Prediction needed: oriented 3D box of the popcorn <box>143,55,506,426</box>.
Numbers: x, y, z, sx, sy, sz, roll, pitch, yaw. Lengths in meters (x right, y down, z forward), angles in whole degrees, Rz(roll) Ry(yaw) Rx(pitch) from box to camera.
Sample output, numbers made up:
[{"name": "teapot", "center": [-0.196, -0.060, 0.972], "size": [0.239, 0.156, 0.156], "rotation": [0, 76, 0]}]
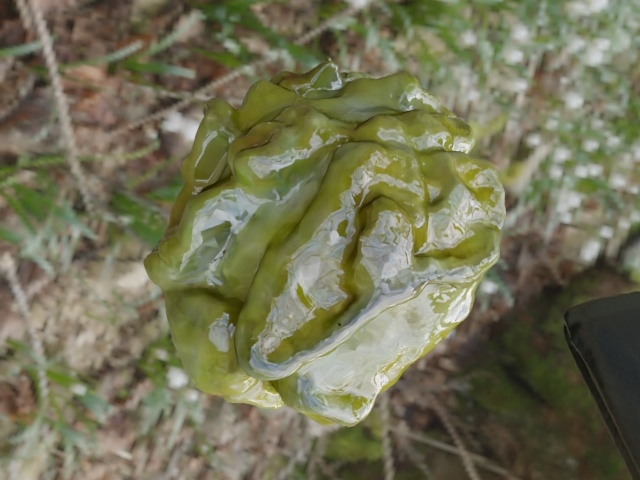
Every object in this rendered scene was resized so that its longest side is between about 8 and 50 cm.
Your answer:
[{"name": "popcorn", "center": [-0.002, -0.002, 1.327], "size": [0.312, 0.312, 0.312], "rotation": [-28, 125, -48]}]

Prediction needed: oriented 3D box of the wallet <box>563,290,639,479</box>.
[{"name": "wallet", "center": [0.309, 0.148, 1.274], "size": [0.169, 0.245, 0.052], "rotation": [-6, 145, -24]}]
